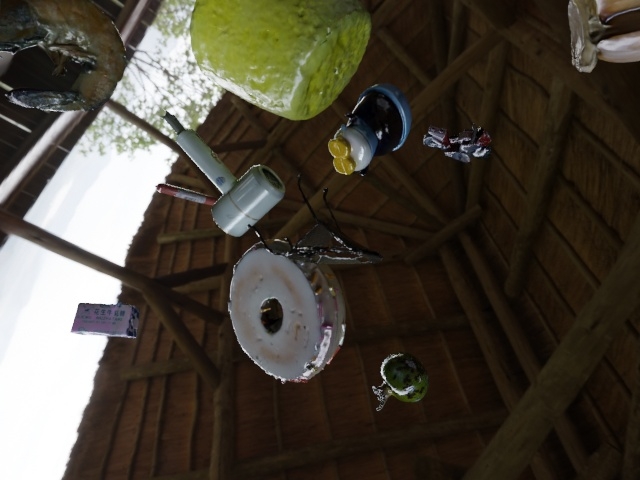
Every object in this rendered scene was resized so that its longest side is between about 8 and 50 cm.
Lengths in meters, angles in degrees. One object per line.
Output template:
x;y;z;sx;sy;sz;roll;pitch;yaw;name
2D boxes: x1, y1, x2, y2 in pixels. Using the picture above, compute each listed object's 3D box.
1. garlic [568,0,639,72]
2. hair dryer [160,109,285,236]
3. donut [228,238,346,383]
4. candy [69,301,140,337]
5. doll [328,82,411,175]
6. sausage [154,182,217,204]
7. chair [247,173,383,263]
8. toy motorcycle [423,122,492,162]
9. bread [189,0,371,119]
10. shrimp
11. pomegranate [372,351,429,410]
0.425;-0.355;0.585;0.191;0.213;0.160;-18;-168;21;garlic
-0.262;-0.193;1.059;0.173;0.357;0.107;-40;-174;18;hair dryer
-0.086;0.180;1.134;0.383;0.143;0.382;8;-78;39;donut
-0.593;0.220;1.193;0.073;0.160;0.092;103;-9;-70;candy
0.133;-0.286;1.083;0.141;0.177;0.314;12;-136;38;doll
-0.402;-0.139;1.311;0.029;0.223;0.029;-9;-105;39;sausage
0.000;0.000;0.801;0.149;0.174;0.213;-49;-117;11;chair
0.429;-0.307;1.328;0.122;0.213;0.082;89;18;-61;toy motorcycle
-0.074;-0.450;0.952;0.348;0.308;0.348;-55;173;-11;bread
-0.667;-0.410;0.965;0.445;0.271;0.085;-23;-166;-32;shrimp
0.183;0.335;1.019;0.161;0.122;0.122;-38;-152;-6;pomegranate
